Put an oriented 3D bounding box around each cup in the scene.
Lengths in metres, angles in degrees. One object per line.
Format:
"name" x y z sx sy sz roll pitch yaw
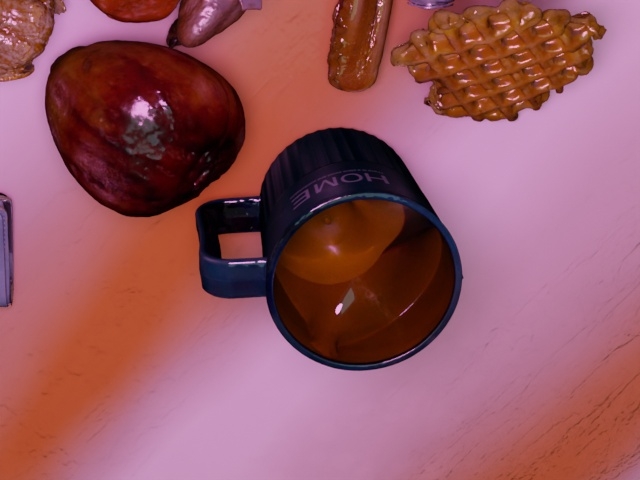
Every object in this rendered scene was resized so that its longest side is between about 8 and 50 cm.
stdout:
"cup" 0.012 0.013 1.625 0.308 0.292 0.242 -31 114 8

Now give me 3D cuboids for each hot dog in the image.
"hot dog" 0.058 -0.339 1.602 0.083 0.068 0.289 -1 111 -31

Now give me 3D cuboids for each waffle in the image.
"waffle" 0.224 -0.230 1.600 0.291 0.051 0.291 -7 156 -3

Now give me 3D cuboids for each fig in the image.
"fig" -0.231 -0.148 1.573 0.263 0.224 0.224 20 110 -15

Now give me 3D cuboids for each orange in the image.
"orange" -0.393 -0.275 1.533 0.134 0.156 0.156 12 118 -55

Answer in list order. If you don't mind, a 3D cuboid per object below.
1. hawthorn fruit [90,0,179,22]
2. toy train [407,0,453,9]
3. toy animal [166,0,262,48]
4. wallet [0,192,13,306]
"hawthorn fruit" -0.224 -0.357 1.505 0.173 0.173 0.179 -6 108 -5
"toy train" 0.196 -0.440 1.492 0.249 0.173 0.307 -10 117 -30
"toy animal" -0.132 -0.322 1.569 0.089 0.179 0.188 36 68 -19
"wallet" -0.551 0.010 1.676 0.250 0.075 0.176 2 119 -8
